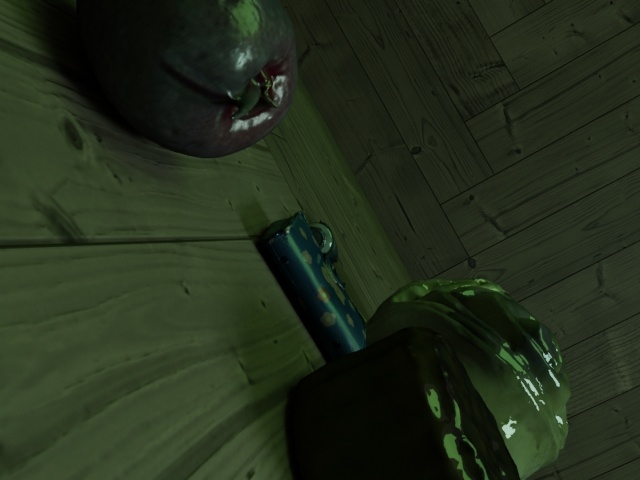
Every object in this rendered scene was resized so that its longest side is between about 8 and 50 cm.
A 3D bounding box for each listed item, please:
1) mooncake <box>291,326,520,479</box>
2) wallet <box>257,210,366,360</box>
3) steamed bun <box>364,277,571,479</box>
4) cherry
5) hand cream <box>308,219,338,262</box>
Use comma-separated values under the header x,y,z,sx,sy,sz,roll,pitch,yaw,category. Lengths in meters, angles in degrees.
x,y,z,sx,sy,sz,roll,pitch,yaw,category
0.105,0.235,0.641,0.290,0.161,0.290,58,12,-20,mooncake
-0.005,0.059,0.868,0.202,0.059,0.141,59,8,-8,wallet
0.242,0.194,0.977,0.352,0.247,0.339,-7,53,-45,steamed bun
-0.121,-0.180,0.603,0.266,0.183,0.213,50,-8,18,cherry
0.000,0.000,1.110,0.256,0.055,0.088,22,44,-84,hand cream
